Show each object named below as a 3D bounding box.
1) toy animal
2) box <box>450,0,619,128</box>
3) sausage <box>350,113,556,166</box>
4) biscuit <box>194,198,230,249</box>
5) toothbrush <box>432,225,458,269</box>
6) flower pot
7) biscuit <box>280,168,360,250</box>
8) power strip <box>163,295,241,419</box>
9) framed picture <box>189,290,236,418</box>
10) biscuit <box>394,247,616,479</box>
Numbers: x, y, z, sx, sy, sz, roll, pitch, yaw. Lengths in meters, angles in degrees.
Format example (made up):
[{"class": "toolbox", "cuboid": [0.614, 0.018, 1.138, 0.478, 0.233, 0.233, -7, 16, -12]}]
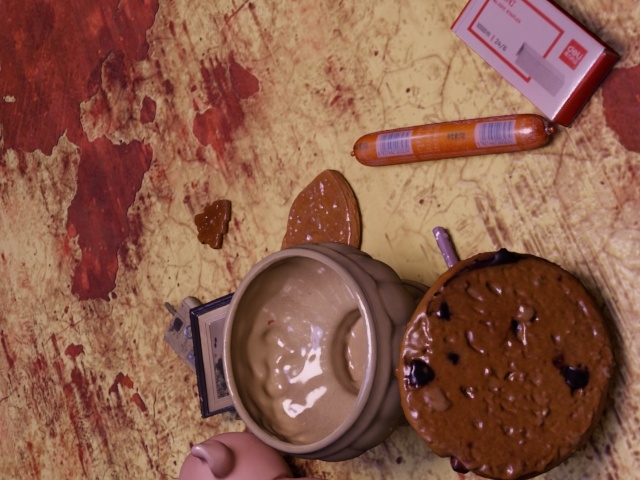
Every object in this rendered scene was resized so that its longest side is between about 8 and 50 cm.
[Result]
[{"class": "toy animal", "cuboid": [-0.074, 0.403, 1.898, 0.326, 0.237, 0.269, -9, 88, 35]}, {"class": "box", "cuboid": [0.286, -0.268, 1.762, 0.229, 0.050, 0.123, 49, 116, 33]}, {"class": "sausage", "cuboid": [0.178, -0.141, 1.838, 0.348, 0.053, 0.053, -4, 83, 40]}, {"class": "biscuit", "cuboid": [-0.175, -0.033, 2.153, 0.092, 0.016, 0.082, -56, 49, 20]}, {"class": "toothbrush", "cuboid": [0.229, 0.133, 1.782, 0.029, 0.024, 0.354, -33, 65, 27]}, {"class": "flower pot", "cuboid": [0.040, 0.157, 1.799, 0.307, 0.244, 0.307, -7, 80, 42]}, {"class": "biscuit", "cuboid": [0.000, 0.000, 1.990, 0.142, 0.029, 0.220, 15, 94, 42]}, {"class": "power strip", "cuboid": [-0.180, 0.179, 2.120, 0.268, 0.034, 0.092, 43, 112, 35]}, {"class": "framed picture", "cuboid": [-0.116, 0.165, 2.045, 0.199, 0.010, 0.195, -21, 63, 24]}, {"class": "biscuit", "cuboid": [0.234, 0.158, 1.648, 0.075, 0.296, 0.295, 134, 135, -79]}]
